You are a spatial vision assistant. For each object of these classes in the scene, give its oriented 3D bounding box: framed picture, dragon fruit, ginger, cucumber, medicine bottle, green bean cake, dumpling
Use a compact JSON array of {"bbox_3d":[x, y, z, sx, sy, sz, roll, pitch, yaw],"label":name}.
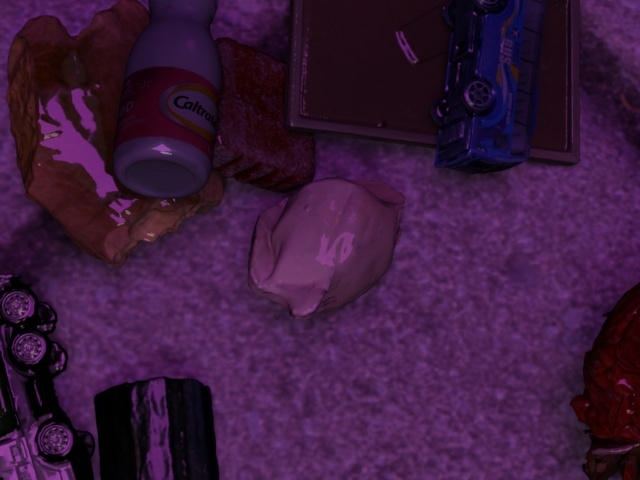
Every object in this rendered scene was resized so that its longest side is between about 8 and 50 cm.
[{"bbox_3d":[0.122,-0.209,1.432,0.324,0.020,0.240,5,78,-18],"label":"framed picture"},{"bbox_3d":[0.404,0.145,1.292,0.343,0.277,0.277,-13,80,-6],"label":"dragon fruit"},{"bbox_3d":[-0.199,-0.107,1.370,0.221,0.130,0.275,5,77,-15],"label":"ginger"},{"bbox_3d":[-0.158,0.193,1.342,0.116,0.062,0.115,-4,75,-7],"label":"cucumber"},{"bbox_3d":[-0.137,-0.151,1.294,0.090,0.090,0.216,5,63,-4],"label":"medicine bottle"},{"bbox_3d":[-0.069,-0.121,1.383,0.135,0.056,0.135,21,58,-41],"label":"green bean cake"},{"bbox_3d":[0.000,0.000,1.372,0.136,0.118,0.199,25,48,15],"label":"dumpling"}]

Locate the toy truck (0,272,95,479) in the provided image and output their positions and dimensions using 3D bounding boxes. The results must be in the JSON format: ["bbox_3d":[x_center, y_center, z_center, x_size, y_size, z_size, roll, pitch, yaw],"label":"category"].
[{"bbox_3d":[-0.299,0.143,1.321,0.125,0.101,0.242,-19,78,-4],"label":"toy truck"}]

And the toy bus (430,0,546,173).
[{"bbox_3d":[0.174,-0.182,1.392,0.094,0.079,0.236,12,76,-19],"label":"toy bus"}]
